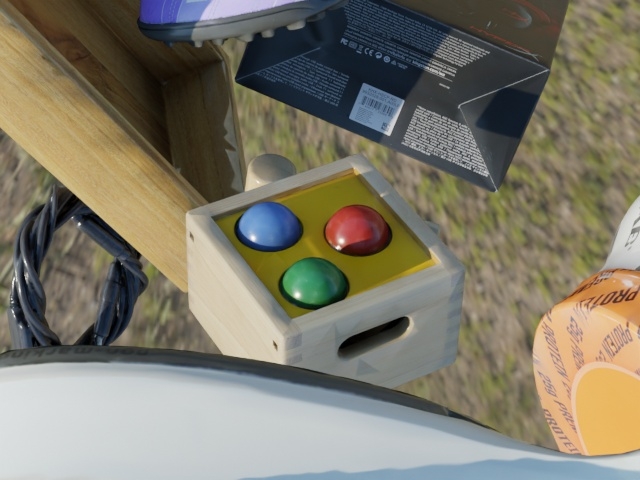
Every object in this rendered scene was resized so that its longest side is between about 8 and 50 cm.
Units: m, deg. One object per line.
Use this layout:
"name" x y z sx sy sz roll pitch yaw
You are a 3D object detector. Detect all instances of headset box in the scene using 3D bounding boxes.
"headset box" 0.076 -0.169 1.534 0.218 0.293 0.110 24 113 3

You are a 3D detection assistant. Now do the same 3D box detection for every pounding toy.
"pounding toy" 0.005 -0.006 1.216 0.181 0.206 0.094 -20 136 -22

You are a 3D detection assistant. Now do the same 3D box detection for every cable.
"cable" -0.202 0.032 1.618 0.047 0.150 0.184 22 129 35

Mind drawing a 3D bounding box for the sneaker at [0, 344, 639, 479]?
"sneaker" 0.084 0.161 0.397 0.448 0.257 0.169 -1 134 12

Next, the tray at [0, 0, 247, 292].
"tray" -0.171 -0.140 1.335 0.076 0.202 0.411 -19 148 15

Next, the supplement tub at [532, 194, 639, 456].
"supplement tub" 0.254 0.012 0.783 0.316 0.193 0.193 -31 104 -20

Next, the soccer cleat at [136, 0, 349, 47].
"soccer cleat" 0.017 -0.219 1.244 0.318 0.108 0.116 -18 112 13
